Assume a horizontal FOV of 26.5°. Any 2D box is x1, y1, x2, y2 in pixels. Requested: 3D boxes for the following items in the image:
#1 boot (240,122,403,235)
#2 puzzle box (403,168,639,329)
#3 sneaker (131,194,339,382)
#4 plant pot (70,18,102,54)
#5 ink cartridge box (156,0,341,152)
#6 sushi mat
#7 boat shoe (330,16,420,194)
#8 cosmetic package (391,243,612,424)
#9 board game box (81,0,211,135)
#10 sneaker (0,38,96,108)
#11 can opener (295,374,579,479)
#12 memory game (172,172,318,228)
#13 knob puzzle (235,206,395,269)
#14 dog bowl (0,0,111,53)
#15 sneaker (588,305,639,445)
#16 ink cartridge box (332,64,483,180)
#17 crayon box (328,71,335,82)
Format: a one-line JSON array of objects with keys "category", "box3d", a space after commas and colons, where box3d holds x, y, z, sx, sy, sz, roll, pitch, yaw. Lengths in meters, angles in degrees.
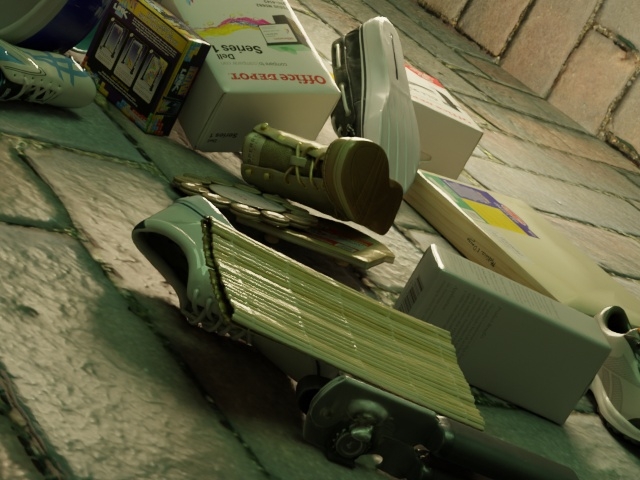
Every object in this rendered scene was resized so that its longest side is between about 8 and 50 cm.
[{"category": "boot", "box3d": [-0.013, -0.093, 1.716, 0.203, 0.095, 0.262, 22, -4, 17]}, {"category": "puzzle box", "box3d": [0.326, 0.033, 2.073, 0.272, 0.052, 0.409, 14, 23, -39]}, {"category": "sneaker", "box3d": [-0.089, 0.061, 1.337, 0.091, 0.094, 0.258, -27, 56, -35]}, {"category": "plant pot", "box3d": [-0.404, -0.429, 1.920, 0.255, 0.272, 0.271, 20, 14, 21]}, {"category": "ink cartridge box", "box3d": [-0.125, -0.263, 1.911, 0.201, 0.117, 0.278, -4, 52, -37]}, {"category": "sushi mat", "box3d": [0.023, 0.080, 1.280, 0.316, 0.019, 0.151, 27, 27, -32]}, {"category": "boat shoe", "box3d": [0.077, -0.196, 2.142, 0.121, 0.119, 0.335, 39, 40, -44]}, {"category": "cosmetic package", "box3d": [0.204, 0.109, 1.573, 0.231, 0.117, 0.085, 25, 19, -14]}, {"category": "board game box", "box3d": [-0.238, -0.243, 1.825, 0.170, 0.141, 0.048, 42, 22, 33]}, {"category": "sneaker", "box3d": [-0.365, -0.193, 1.622, 0.237, 0.085, 0.086, 18, 53, -49]}, {"category": "can opener", "box3d": [0.109, 0.189, 1.272, 0.283, 0.076, 0.095, 24, 19, -20]}, {"category": "memory game", "box3d": [-0.092, -0.048, 1.661, 0.186, 0.012, 0.186, 17, 10, -3]}, {"category": "knob puzzle", "box3d": [0.000, 0.000, 1.684, 0.213, 0.030, 0.213, 17, 11, -3]}, {"category": "dog bowl", "box3d": [-0.381, -0.356, 1.696, 0.265, 0.265, 0.104, 38, 6, 27]}, {"category": "sneaker", "box3d": [0.396, 0.177, 1.693, 0.100, 0.108, 0.271, 20, 21, -31]}, {"category": "ink cartridge box", "box3d": [0.144, -0.228, 2.409, 0.197, 0.114, 0.273, 22, 20, -24]}, {"category": "crayon box", "box3d": [-0.113, -0.269, 2.183, 0.203, 0.083, 0.323, 40, 22, 30]}]
